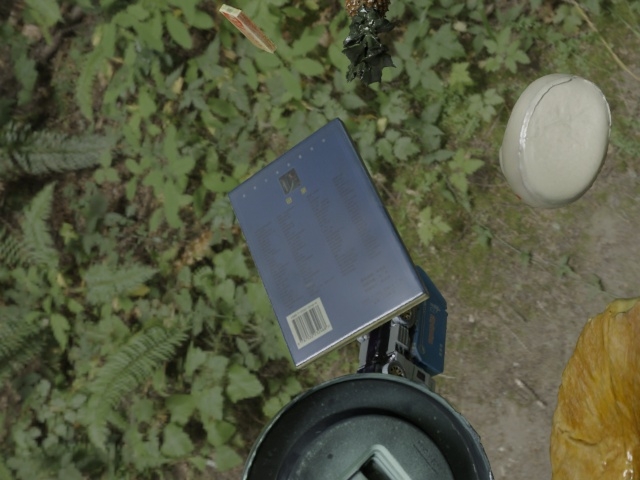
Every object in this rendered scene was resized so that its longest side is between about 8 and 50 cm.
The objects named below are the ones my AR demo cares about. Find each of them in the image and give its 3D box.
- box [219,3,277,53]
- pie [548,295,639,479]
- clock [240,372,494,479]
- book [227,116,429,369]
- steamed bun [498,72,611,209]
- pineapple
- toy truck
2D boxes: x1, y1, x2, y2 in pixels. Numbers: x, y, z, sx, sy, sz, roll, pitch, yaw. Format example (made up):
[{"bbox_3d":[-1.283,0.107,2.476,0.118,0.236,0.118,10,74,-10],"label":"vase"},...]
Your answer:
[{"bbox_3d":[-0.114,-0.337,1.133,0.015,0.093,0.058,-54,43,-1],"label":"box"},{"bbox_3d":[0.277,0.187,0.601,0.339,0.083,0.340,-165,90,-90],"label":"pie"},{"bbox_3d":[0.067,0.385,1.030,0.076,0.385,0.387,138,135,-72],"label":"clock"},{"bbox_3d":[0.000,0.000,0.900,0.190,0.025,0.269,-32,64,17],"label":"book"},{"bbox_3d":[0.393,-0.168,1.216,0.131,0.177,0.228,-142,59,-75],"label":"steamed bun"},{"bbox_3d":[0.100,-0.480,1.591,0.119,0.130,0.278,130,147,-50],"label":"pineapple"},{"bbox_3d":[0.173,0.222,1.551,0.146,0.175,0.367,-35,30,42],"label":"toy truck"}]
